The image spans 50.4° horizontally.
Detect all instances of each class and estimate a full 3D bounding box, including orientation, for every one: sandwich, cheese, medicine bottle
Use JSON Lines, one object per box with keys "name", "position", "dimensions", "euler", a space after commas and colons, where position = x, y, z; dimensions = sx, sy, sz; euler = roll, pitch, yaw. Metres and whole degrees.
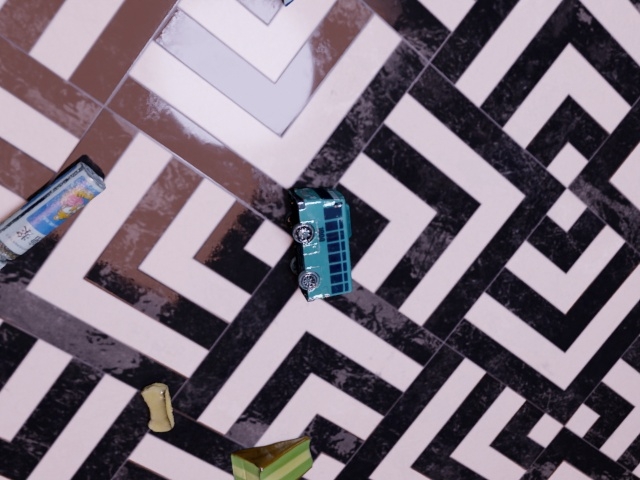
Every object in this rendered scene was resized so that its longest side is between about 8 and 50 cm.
{"name": "sandwich", "position": [-0.081, 0.372, 1.150], "dimensions": [0.116, 0.074, 0.074], "euler": [-22, 115, -43]}
{"name": "cheese", "position": [-0.253, 0.261, 1.055], "dimensions": [0.044, 0.030, 0.083], "euler": [0, 113, 7]}
{"name": "medicine bottle", "position": [-0.379, -0.031, 0.915], "dimensions": [0.191, 0.051, 0.051], "euler": [-38, 113, 0]}

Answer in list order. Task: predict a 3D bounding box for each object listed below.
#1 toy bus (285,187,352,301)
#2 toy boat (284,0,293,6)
{"name": "toy bus", "position": [0.000, 0.000, 1.013], "dimensions": [0.092, 0.079, 0.160], "euler": [-10, 110, -11]}
{"name": "toy boat", "position": [-0.127, -0.425, 0.852], "dimensions": [0.292, 0.070, 0.210], "euler": [6, 110, -21]}
